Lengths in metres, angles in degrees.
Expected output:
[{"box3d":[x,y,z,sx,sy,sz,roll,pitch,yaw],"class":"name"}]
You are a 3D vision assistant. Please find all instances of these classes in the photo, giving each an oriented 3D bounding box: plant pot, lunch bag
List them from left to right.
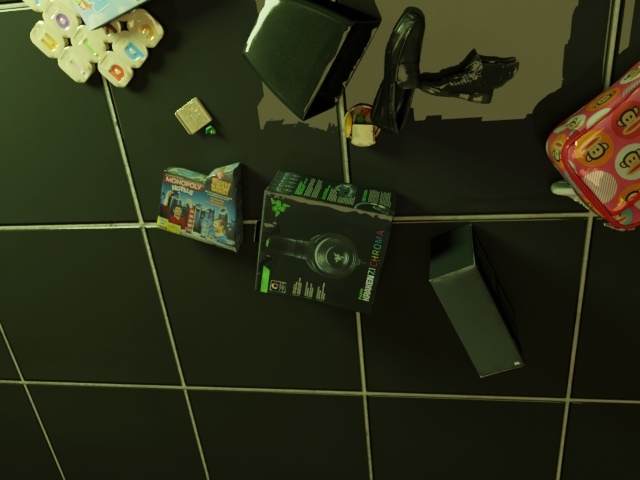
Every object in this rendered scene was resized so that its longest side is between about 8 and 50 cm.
[{"box3d":[-0.026,-0.353,1.038,0.167,0.187,0.188,35,118,5],"class":"plant pot"},{"box3d":[0.592,-0.167,1.034,0.293,0.120,0.258,-41,103,13],"class":"lunch bag"}]

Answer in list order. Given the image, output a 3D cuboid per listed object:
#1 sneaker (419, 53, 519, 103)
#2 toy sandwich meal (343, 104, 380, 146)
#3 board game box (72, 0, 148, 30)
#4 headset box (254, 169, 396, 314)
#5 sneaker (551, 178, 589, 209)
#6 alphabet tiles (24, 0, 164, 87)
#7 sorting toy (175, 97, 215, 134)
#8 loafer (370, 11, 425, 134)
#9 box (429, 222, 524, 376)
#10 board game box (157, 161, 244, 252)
[{"box3d":[0.276,-0.310,1.075,0.170,0.051,0.089,11,118,-1],"class":"sneaker"},{"box3d":[0.084,-0.230,1.159,0.086,0.029,0.085,4,118,8],"class":"toy sandwich meal"},{"box3d":[-0.383,-0.510,1.066,0.212,0.039,0.160,-18,113,19],"class":"board game box"},{"box3d":[0.000,0.000,1.236,0.283,0.131,0.246,12,118,4],"class":"headset box"},{"box3d":[0.536,-0.086,1.142,0.152,0.053,0.061,7,121,6],"class":"sneaker"},{"box3d":[-0.456,-0.458,1.141,0.278,0.021,0.284,43,116,-12],"class":"alphabet tiles"},{"box3d":[-0.260,-0.253,1.217,0.062,0.012,0.083,-31,105,18],"class":"sorting toy"},{"box3d":[0.157,-0.306,1.072,0.078,0.076,0.223,39,130,35],"class":"loafer"},{"box3d":[0.329,0.125,1.213,0.103,0.184,0.261,-23,110,20],"class":"box"},{"box3d":[-0.250,-0.093,1.272,0.194,0.060,0.194,18,118,1],"class":"board game box"}]
